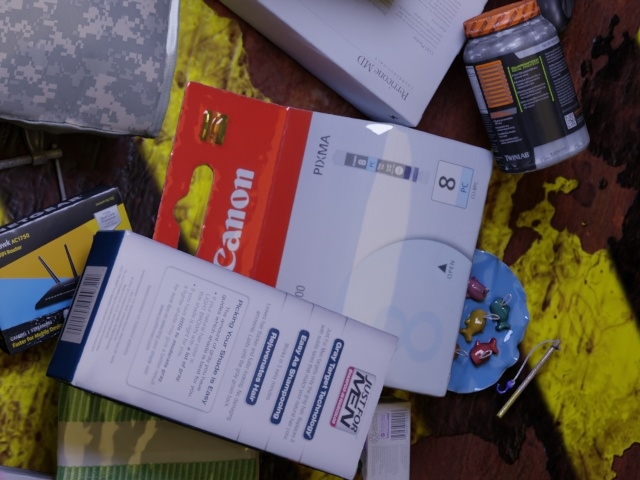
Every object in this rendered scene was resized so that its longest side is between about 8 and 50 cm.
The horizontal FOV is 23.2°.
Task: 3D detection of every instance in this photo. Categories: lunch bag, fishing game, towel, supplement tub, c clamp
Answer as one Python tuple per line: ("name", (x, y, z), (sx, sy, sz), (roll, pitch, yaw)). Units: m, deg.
("lunch bag", (-0.277, -0.251, 1.649), (0.235, 0.169, 0.287), (7, 86, -29))
("fishing game", (0.192, 0.103, 1.995), (0.189, 0.041, 0.264), (-45, 110, -17))
("towel", (-0.179, 0.237, 1.744), (0.248, 0.038, 0.325), (2, 90, -27))
("supplement tub", (0.241, -0.184, 1.861), (0.117, 0.117, 0.190), (-23, 102, -25))
("c clamp", (-0.357, -0.100, 1.699), (0.160, 0.022, 0.137), (-8, 98, -28))

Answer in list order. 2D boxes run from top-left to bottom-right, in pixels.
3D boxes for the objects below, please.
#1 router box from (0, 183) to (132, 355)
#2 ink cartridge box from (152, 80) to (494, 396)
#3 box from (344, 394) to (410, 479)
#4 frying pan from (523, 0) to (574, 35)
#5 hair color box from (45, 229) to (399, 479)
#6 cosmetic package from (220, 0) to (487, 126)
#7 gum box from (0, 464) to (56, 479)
("router box", (-0.290, 0.031, 1.727), (0.179, 0.046, 0.133), (-25, 108, -24))
("ink cartridge box", (0.000, 0.000, 1.848), (0.385, 0.091, 0.308), (13, 87, -24))
("box", (0.068, 0.354, 1.934), (0.067, 0.063, 0.324), (-2, 94, -26))
("frying pan", (0.295, -0.394, 1.982), (0.197, 0.053, 0.326), (63, 33, -51))
("hair color box", (-0.103, 0.127, 1.700), (0.347, 0.105, 0.174), (23, 81, -24))
("cosmetic package", (0.027, -0.354, 1.843), (0.377, 0.097, 0.284), (36, 75, -26))
("gum box", (-0.311, 0.313, 1.729), (0.188, 0.062, 0.107), (14, 86, -28))
